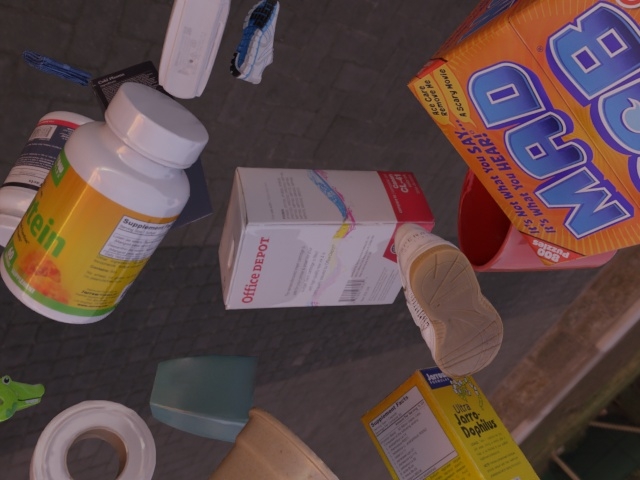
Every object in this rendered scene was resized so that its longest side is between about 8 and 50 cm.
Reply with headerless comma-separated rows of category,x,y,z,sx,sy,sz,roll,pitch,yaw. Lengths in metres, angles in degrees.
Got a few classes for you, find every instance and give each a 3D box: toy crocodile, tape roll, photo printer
toy crocodile,-0.624,0.270,1.024,0.115,0.105,0.340,-25,164,31
tape roll,-0.555,0.543,1.524,0.286,0.286,0.100,-18,161,-37
photo printer,-0.256,-0.487,1.319,0.107,0.307,0.256,15,134,-17

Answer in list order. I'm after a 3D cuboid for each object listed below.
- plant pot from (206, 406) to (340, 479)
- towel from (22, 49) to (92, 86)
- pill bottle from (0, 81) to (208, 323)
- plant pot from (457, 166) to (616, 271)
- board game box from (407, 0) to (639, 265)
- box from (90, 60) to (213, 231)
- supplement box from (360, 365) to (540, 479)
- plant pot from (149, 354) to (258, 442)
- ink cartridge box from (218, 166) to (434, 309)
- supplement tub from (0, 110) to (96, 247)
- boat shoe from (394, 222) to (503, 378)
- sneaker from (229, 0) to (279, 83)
plant pot,-0.116,0.517,1.067,0.305,0.334,0.334,-41,152,-23
towel,-0.509,-0.333,1.206,0.119,0.067,0.029,6,109,-62
pill bottle,-0.228,-0.040,0.672,0.246,0.136,0.136,-52,150,19
plant pot,0.428,-0.059,1.201,0.243,0.275,0.275,8,133,-9
board game box,0.420,-0.242,0.869,0.356,0.356,0.356,-23,-157,51
box,-0.457,-0.250,1.718,0.179,0.312,0.343,-25,150,-17
supplement box,0.284,0.464,1.307,0.195,0.356,0.194,5,136,-48
plant pot,-0.277,0.372,1.485,0.234,0.166,0.165,7,145,-4
ink cartridge box,0.000,0.000,1.029,0.306,0.131,0.226,1,140,-18
supplement tub,-0.524,-0.103,1.254,0.191,0.191,0.272,68,35,-59
boat shoe,0.162,0.078,0.804,0.098,0.096,0.277,-28,133,-2
sneaker,-0.130,-0.434,1.369,0.083,0.071,0.191,19,97,-52
